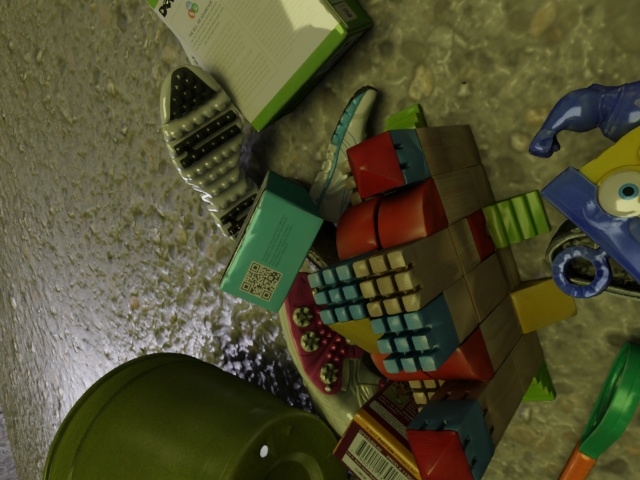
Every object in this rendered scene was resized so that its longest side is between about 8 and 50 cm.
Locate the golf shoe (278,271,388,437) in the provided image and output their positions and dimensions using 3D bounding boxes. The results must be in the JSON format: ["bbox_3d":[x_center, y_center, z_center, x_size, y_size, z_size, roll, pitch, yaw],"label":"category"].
[{"bbox_3d":[0.008,0.187,0.645,0.140,0.115,0.307,-13,108,51],"label":"golf shoe"}]

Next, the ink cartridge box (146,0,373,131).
[{"bbox_3d":[-0.091,-0.303,0.564,0.255,0.097,0.188,49,129,-8],"label":"ink cartridge box"}]

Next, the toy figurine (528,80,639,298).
[{"bbox_3d":[0.267,-0.017,0.287,0.217,0.191,0.363,-47,61,23],"label":"toy figurine"}]

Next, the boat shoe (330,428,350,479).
[{"bbox_3d":[0.010,0.408,0.753,0.068,0.072,0.190,11,109,36],"label":"boat shoe"}]

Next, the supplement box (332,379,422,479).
[{"bbox_3d":[0.117,0.218,0.538,0.104,0.188,0.081,37,124,25],"label":"supplement box"}]

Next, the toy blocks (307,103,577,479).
[{"bbox_3d":[0.106,0.040,0.450,0.190,0.260,0.382,-17,91,40],"label":"toy blocks"}]

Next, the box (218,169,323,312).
[{"bbox_3d":[-0.055,-0.015,0.508,0.060,0.244,0.101,25,100,-11],"label":"box"}]

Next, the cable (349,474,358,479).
[{"bbox_3d":[0.175,0.409,0.624,0.287,0.072,0.140,-8,103,39],"label":"cable"}]

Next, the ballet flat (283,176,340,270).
[{"bbox_3d":[0.000,0.000,0.656,0.084,0.058,0.250,-44,69,-8],"label":"ballet flat"}]

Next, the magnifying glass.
[{"bbox_3d":[0.292,0.204,0.473,0.026,0.092,0.231,20,125,29],"label":"magnifying glass"}]

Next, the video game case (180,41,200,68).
[{"bbox_3d":[-0.159,-0.383,0.683,0.210,0.041,0.232,-34,81,39],"label":"video game case"}]

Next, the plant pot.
[{"bbox_3d":[-0.163,0.362,0.681,0.352,0.366,0.367,-11,96,41],"label":"plant pot"}]

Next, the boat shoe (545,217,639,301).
[{"bbox_3d":[0.345,0.013,0.355,0.301,0.102,0.108,6,106,37],"label":"boat shoe"}]

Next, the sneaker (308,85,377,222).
[{"bbox_3d":[0.046,-0.106,0.595,0.082,0.071,0.191,23,115,2],"label":"sneaker"}]

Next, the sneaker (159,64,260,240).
[{"bbox_3d":[-0.167,-0.126,0.664,0.118,0.110,0.292,47,160,35],"label":"sneaker"}]
